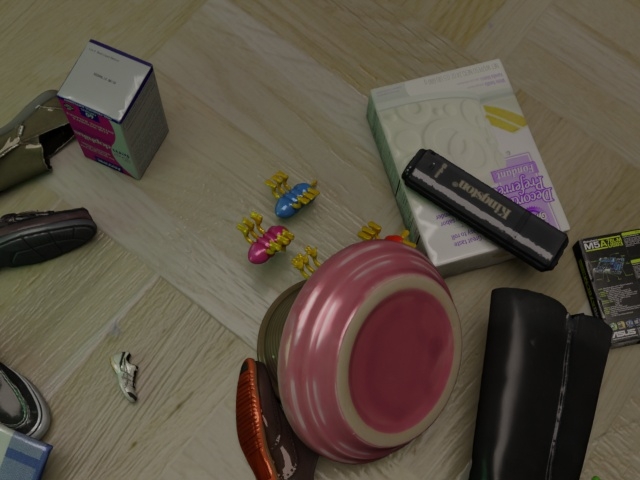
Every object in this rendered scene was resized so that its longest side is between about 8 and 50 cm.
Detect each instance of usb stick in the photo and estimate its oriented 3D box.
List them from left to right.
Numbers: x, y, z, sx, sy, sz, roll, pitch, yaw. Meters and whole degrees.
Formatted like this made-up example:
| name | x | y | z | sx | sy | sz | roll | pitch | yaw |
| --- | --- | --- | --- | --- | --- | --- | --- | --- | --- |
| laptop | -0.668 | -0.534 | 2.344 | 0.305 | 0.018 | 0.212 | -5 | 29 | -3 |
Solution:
| name | x | y | z | sx | sy | sz | roll | pitch | yaw |
| --- | --- | --- | --- | --- | --- | --- | --- | --- | --- |
| usb stick | 0.257 | -0.049 | 1.472 | 0.278 | 0.045 | 0.077 | 34 | 73 | 10 |

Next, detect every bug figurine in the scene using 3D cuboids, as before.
| name | x | y | z | sx | sy | sz | roll | pitch | yaw |
| --- | --- | --- | --- | --- | --- | --- | --- | --- | --- |
| bug figurine | 0.000 | 0.000 | 1.486 | 0.279 | 0.072 | 0.216 | 32 | 47 | 26 |

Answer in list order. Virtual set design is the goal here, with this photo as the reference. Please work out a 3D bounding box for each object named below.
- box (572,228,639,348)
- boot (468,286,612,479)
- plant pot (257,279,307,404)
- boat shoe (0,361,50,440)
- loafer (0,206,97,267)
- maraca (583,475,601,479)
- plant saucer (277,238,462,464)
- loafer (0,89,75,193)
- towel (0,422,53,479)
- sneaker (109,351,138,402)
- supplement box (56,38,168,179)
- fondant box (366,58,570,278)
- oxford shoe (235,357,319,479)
| name | x | y | z | sx | sy | sz | roll | pitch | yaw |
| --- | --- | --- | --- | --- | --- | --- | --- | --- | --- |
| box | 0.531 | 0.071 | 1.540 | 0.191 | 0.045 | 0.184 | -11 | 68 | -5 |
| boot | 0.242 | 0.271 | 1.339 | 0.367 | 0.146 | 0.445 | 29 | 70 | -33 |
| plant pot | 0.018 | 0.156 | 1.454 | 0.237 | 0.109 | 0.237 | 1 | 69 | -1 |
| boat shoe | -0.540 | 0.195 | 1.418 | 0.306 | 0.105 | 0.113 | 41 | 73 | 12 |
| loafer | -0.513 | -0.006 | 1.497 | 0.303 | 0.109 | 0.095 | -19 | 67 | -6 |
| maraca | 0.417 | 0.425 | 1.353 | 0.185 | 0.099 | 0.127 | 53 | 41 | -20 |
| plant saucer | 0.091 | 0.166 | 1.356 | 0.332 | 0.084 | 0.332 | -7 | 101 | -39 |
| loafer | -0.492 | -0.143 | 1.551 | 0.087 | 0.094 | 0.251 | 34 | 72 | 14 |
| towel | -0.546 | 0.335 | 1.364 | 0.285 | 0.034 | 0.209 | 20 | 96 | 6 |
| sneaker | -0.298 | 0.210 | 1.461 | 0.037 | 0.032 | 0.083 | -23 | 73 | -10 |
| supplement box | -0.328 | -0.205 | 1.515 | 0.111 | 0.220 | 0.114 | 23 | 72 | 7 |
| fondant box | 0.240 | -0.120 | 1.573 | 0.238 | 0.096 | 0.330 | -15 | 72 | -8 |
| oxford shoe | -0.062 | 0.306 | 1.415 | 0.098 | 0.097 | 0.271 | -7 | 76 | -23 |
